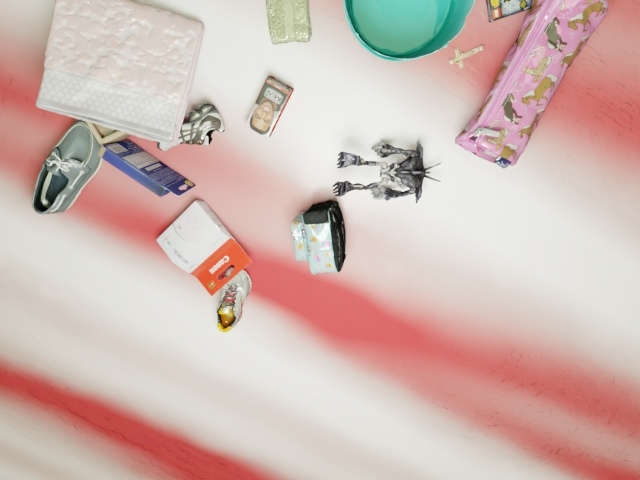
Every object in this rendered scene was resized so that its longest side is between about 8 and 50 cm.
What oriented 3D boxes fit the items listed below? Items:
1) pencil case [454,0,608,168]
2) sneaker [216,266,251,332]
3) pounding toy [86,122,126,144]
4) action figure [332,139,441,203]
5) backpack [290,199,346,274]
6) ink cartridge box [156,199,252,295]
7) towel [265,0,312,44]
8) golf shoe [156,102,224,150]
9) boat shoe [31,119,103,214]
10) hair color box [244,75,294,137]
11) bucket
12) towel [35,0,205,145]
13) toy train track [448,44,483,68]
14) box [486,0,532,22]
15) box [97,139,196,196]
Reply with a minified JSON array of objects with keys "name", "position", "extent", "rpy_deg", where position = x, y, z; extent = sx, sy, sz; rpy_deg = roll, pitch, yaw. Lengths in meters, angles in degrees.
[{"name":"pencil case","position":[0.468,-0.366,0.922],"extent":[0.160,0.167,0.386],"rpy_deg":[24,111,-3]},{"name":"sneaker","position":[-0.271,0.186,1.248],"extent":[0.088,0.092,0.225],"rpy_deg":[12,111,2]},{"name":"pounding toy","position":[-0.519,-0.378,1.057],"extent":[0.206,0.094,0.181],"rpy_deg":[-27,105,-3]},{"name":"action figure","position":[0.169,-0.178,1.045],"extent":[0.276,0.141,0.163],"rpy_deg":[-3,104,-21]},{"name":"backpack","position":[0.000,0.000,1.110],"extent":[0.145,0.166,0.188],"rpy_deg":[-13,106,12]},{"name":"ink cartridge box","position":[-0.344,0.028,1.184],"extent":[0.189,0.066,0.232],"rpy_deg":[-40,83,18]},{"name":"towel","position":[-0.079,-0.557,0.975],"extent":[0.110,0.027,0.148],"rpy_deg":[-2,111,7]},{"name":"golf shoe","position":[-0.348,-0.281,1.082],"extent":[0.198,0.077,0.093],"rpy_deg":[-29,106,16]},{"name":"boat shoe","position":[-0.716,-0.200,1.136],"extent":[0.116,0.099,0.319],"rpy_deg":[36,110,-8]},{"name":"hair color box","position":[-0.134,-0.348,1.053],"extent":[0.072,0.043,0.141],"rpy_deg":[28,112,-7]},{"name":"bucket","position":[0.181,-0.533,0.876],"extent":[0.281,0.183,0.281],"rpy_deg":[2,111,5]},{"name":"towel","position":[-0.482,-0.426,0.977],"extent":[0.332,0.053,0.316],"rpy_deg":[13,92,-13]},{"name":"toy train track","position":[0.355,-0.452,0.981],"extent":[0.083,0.014,0.048],"rpy_deg":[-22,108,13]},{"name":"box","position":[0.423,-0.584,0.916],"extent":[0.094,0.027,0.137],"rpy_deg":[-15,109,12]},{"name":"box","position":[-0.462,-0.188,1.096],"extent":[0.225,0.136,0.036],"rpy_deg":[34,110,-8]}]
